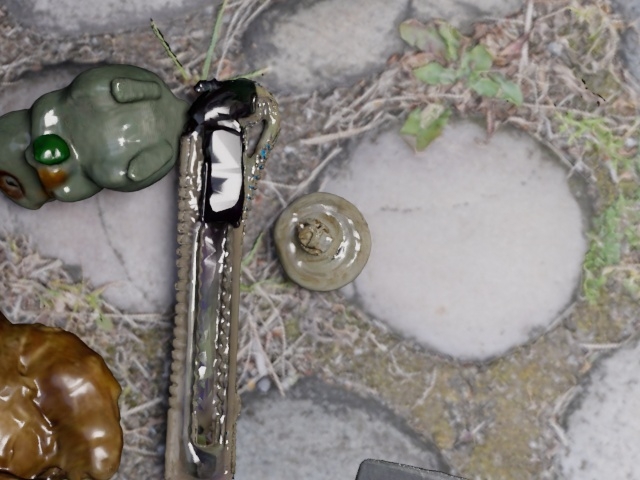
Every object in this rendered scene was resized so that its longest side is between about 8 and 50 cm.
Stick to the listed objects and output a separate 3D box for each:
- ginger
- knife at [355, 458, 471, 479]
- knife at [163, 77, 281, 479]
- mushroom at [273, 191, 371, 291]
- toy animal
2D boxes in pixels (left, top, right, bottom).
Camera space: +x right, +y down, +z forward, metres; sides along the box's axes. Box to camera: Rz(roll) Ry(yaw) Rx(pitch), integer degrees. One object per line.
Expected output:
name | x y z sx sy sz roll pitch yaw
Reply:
ginger | -0.314 0.190 0.807 0.274 0.152 0.357 25 57 -9
knife | 0.143 0.241 0.828 0.245 0.019 0.072 16 87 12
knife | -0.085 0.036 0.860 0.089 0.043 0.365 6 87 -20
mushroom | 0.000 0.000 0.840 0.085 0.079 0.085 0 85 3
toy animal | -0.229 -0.081 0.885 0.236 0.138 0.108 -12 98 33
